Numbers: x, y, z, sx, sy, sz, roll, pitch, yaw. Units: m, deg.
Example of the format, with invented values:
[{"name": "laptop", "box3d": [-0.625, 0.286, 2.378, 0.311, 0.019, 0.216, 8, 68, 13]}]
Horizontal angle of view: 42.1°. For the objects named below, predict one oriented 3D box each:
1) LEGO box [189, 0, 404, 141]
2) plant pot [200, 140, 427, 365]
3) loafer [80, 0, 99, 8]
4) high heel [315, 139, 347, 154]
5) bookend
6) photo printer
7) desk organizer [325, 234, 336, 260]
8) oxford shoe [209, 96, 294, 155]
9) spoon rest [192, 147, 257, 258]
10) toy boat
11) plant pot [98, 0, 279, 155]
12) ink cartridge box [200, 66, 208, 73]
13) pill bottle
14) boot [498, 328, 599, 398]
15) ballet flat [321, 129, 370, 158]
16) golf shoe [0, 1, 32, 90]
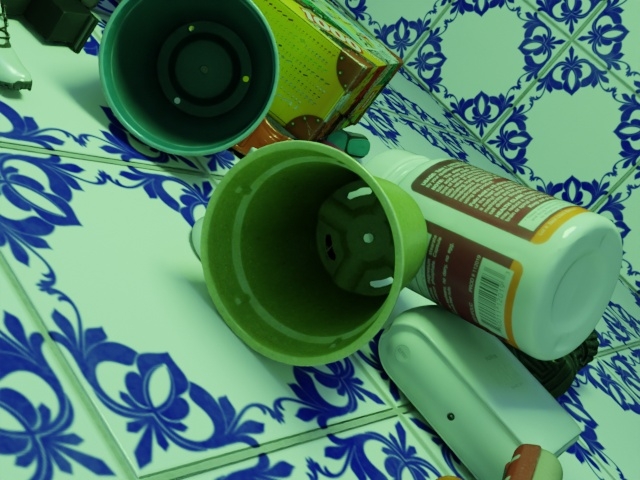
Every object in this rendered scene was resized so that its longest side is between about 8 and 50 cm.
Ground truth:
[{"name": "LEGO box", "box3d": [-0.109, -0.439, 1.698, 0.500, 0.193, 0.372, 40, 21, 3]}, {"name": "plant pot", "box3d": [0.022, 0.006, 1.123, 0.276, 0.276, 0.254, 45, 21, 14]}, {"name": "loafer", "box3d": [-0.493, -0.606, 1.677, 0.130, 0.134, 0.366, 25, 26, -34]}, {"name": "high heel", "box3d": [0.005, -0.129, 1.642, 0.117, 0.082, 0.244, 16, 39, -41]}, {"name": "bookend", "box3d": [-0.475, -0.385, 1.355, 0.157, 0.072, 0.156, 44, 23, 8]}, {"name": "photo printer", "box3d": [0.235, 0.223, 1.265, 0.307, 0.107, 0.256, 49, 23, 22]}, {"name": "desk organizer", "box3d": [0.000, 0.000, 1.408, 0.130, 0.047, 0.050, 40, 24, 2]}, {"name": "oxford shoe", "box3d": [-0.123, -0.192, 1.559, 0.271, 0.097, 0.098, 44, -2, 8]}, {"name": "spoon rest", "box3d": [-0.118, -0.028, 1.253, 0.137, 0.084, 0.276, 31, 36, -17]}, {"name": "toy boat", "box3d": [0.199, 0.329, 1.000, 0.151, 0.151, 0.231, 14, 13, 19]}, {"name": "plant pot", "box3d": [-0.205, -0.285, 1.378, 0.272, 0.271, 0.255, 36, 6, -9]}, {"name": "ink cartridge box", "box3d": [-0.302, -0.503, 1.880, 0.330, 0.071, 0.324, 38, 22, 2]}, {"name": "pill bottle", "box3d": [0.233, 0.003, 1.280, 0.224, 0.224, 0.392, 15, 10, -47]}, {"name": "boot", "box3d": [0.398, 0.141, 1.655, 0.348, 0.131, 0.260, 54, 30, 7]}, {"name": "ballet flat", "box3d": [0.040, -0.223, 1.910, 0.068, 0.072, 0.213, 19, 10, 29]}, {"name": "golf shoe", "box3d": [-0.467, -0.292, 1.159, 0.198, 0.094, 0.077, 43, 20, 6]}]
